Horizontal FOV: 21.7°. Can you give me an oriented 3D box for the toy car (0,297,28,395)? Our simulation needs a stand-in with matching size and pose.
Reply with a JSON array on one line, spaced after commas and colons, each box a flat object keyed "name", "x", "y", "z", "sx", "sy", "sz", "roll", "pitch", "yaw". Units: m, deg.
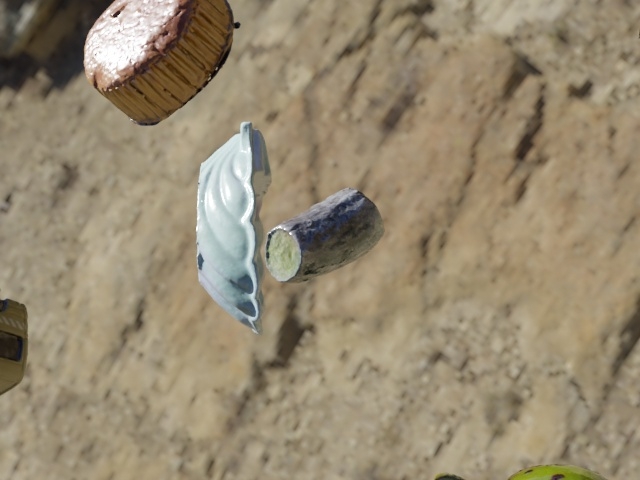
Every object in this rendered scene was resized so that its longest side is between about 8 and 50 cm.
[{"name": "toy car", "x": -0.440, "y": 0.095, "z": 1.811, "sx": 0.101, "sy": 0.256, "sz": 0.124, "roll": -29, "pitch": 56, "yaw": 34}]

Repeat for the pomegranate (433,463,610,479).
[{"name": "pomegranate", "x": 0.203, "y": 0.314, "z": 1.625, "sx": 0.198, "sy": 0.245, "sz": 0.198, "roll": 179, "pitch": 90, "yaw": -81}]

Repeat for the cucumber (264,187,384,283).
[{"name": "cucumber", "x": 0.002, "y": -0.001, "z": 1.484, "sx": 0.112, "sy": 0.064, "sz": 0.064, "roll": -27, "pitch": 10, "yaw": -35}]

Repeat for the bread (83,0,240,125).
[{"name": "bread", "x": -0.207, "y": -0.250, "z": 2.093, "sx": 0.199, "sy": 0.104, "sz": 0.199, "roll": -25, "pitch": 46, "yaw": 29}]

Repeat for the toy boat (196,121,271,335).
[{"name": "toy boat", "x": -0.118, "y": -0.013, "z": 2.302, "sx": 0.199, "sy": 0.100, "sz": 0.290, "roll": 94, "pitch": 177, "yaw": -74}]

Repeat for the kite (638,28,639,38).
[{"name": "kite", "x": 0.404, "y": -0.295, "z": 1.512, "sx": 0.022, "sy": 0.360, "sz": 0.204, "roll": 39, "pitch": 127, "yaw": 29}]
